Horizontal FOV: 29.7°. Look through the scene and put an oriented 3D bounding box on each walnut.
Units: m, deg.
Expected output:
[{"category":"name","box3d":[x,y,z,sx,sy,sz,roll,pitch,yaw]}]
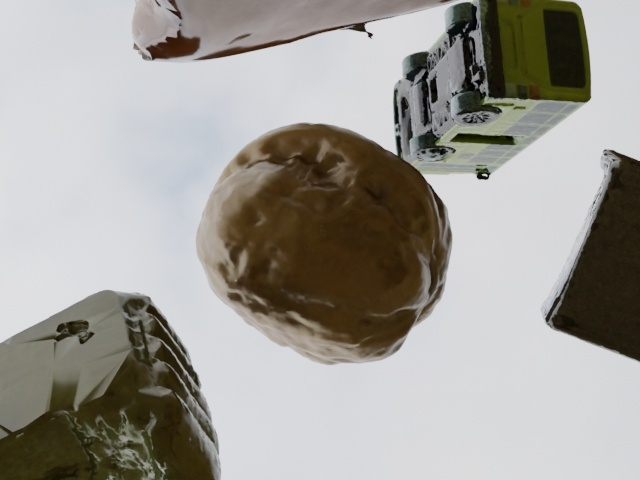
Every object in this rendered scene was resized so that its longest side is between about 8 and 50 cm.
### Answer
[{"category":"walnut","box3d":[0.000,0.000,1.195,0.224,0.257,0.257,-41,-70,-52]}]

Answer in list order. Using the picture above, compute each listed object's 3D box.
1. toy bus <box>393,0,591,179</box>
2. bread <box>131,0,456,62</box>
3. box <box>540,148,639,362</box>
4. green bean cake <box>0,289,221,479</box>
[{"category":"toy bus","box3d":[0.181,-0.161,1.330,0.150,0.262,0.128,1,-105,-17]},{"category":"bread","box3d":[0.044,-0.219,0.515,0.324,0.333,0.143,-16,-105,-4]},{"category":"box","box3d":[0.321,0.048,0.942,0.273,0.184,0.143,23,-87,10]},{"category":"green bean cake","box3d":[-0.221,0.172,1.065,0.236,0.233,0.124,-27,-52,2]}]
